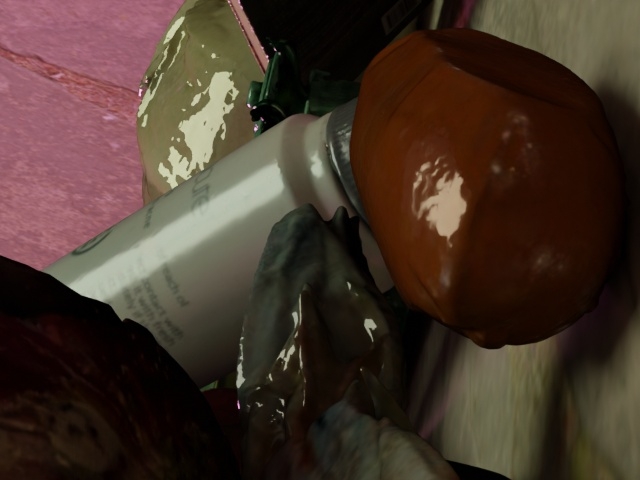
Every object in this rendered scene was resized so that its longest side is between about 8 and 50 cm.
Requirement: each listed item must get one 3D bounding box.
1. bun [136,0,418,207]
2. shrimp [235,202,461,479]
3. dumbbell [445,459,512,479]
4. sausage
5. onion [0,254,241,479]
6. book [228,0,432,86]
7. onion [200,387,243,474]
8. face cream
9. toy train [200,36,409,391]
[{"bbox_3d":[-0.051,-0.111,1.260,0.361,0.213,0.361,-163,90,-86],"label":"bun"},{"bbox_3d":[0.016,0.095,0.387,0.164,0.062,0.316,110,159,-48],"label":"shrimp"},{"bbox_3d":[0.040,0.115,0.488,0.036,0.040,0.083,2,75,54],"label":"dumbbell"},{"bbox_3d":[0.053,-0.026,0.492,0.179,0.089,0.089,-101,26,-68],"label":"sausage"},{"bbox_3d":[-0.134,0.109,0.455,0.195,0.218,0.139,52,-148,-46],"label":"onion"},{"bbox_3d":[0.016,-0.175,0.976,0.160,0.024,0.228,-44,-20,-5],"label":"book"},{"bbox_3d":[-0.067,0.164,0.629,0.206,0.207,0.216,107,171,-65],"label":"onion"},{"bbox_3d":[-0.032,0.006,0.674,0.311,0.092,0.092,-29,30,28],"label":"face cream"},{"bbox_3d":[0.000,0.000,0.872,0.301,0.120,0.202,-89,12,-71],"label":"toy train"}]
